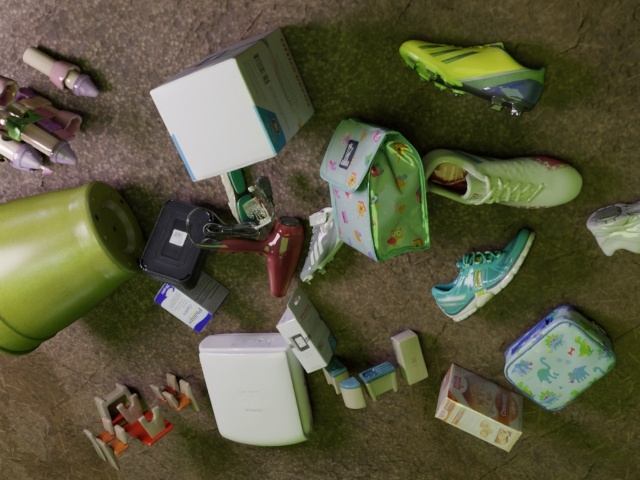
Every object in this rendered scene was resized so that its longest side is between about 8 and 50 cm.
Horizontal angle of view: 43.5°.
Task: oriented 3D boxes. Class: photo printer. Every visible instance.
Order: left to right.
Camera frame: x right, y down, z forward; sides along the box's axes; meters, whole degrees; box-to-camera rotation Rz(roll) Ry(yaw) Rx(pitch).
[{"bbox_3d":[-0.156,0.385,2.029,0.256,0.107,0.308,-2,115,17],"label":"photo printer"}]

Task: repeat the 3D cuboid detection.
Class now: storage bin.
[{"bbox_3d":[-0.322,0.010,1.846,0.122,0.084,0.180,17,74,7],"label":"storage bin"}]

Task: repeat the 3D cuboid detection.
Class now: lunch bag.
[{"bbox_3d":[0.107,-0.113,1.634,0.160,0.223,0.262,-16,109,-17],"label":"lunch bag"},{"bbox_3d":[0.527,0.258,1.782,0.176,0.090,0.219,37,119,-5],"label":"lunch bag"}]

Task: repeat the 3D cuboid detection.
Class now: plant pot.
[{"bbox_3d":[-0.616,0.033,1.877,0.353,0.366,0.367,-24,107,12],"label":"plant pot"}]

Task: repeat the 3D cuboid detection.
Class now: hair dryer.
[{"bbox_3d":[-0.146,0.006,1.829,0.223,0.080,0.294,-29,111,9],"label":"hair dryer"}]

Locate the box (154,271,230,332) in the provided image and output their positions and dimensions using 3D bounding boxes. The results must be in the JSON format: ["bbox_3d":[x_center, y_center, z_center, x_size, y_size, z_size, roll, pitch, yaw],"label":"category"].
[{"bbox_3d":[-0.308,0.134,1.937,0.137,0.126,0.072,36,119,-3],"label":"box"}]

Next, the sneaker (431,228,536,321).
[{"bbox_3d":[0.351,0.068,1.736,0.110,0.107,0.275,45,119,2],"label":"sneaker"}]

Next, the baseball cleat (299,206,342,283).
[{"bbox_3d":[0.000,0.000,1.828,0.109,0.072,0.206,45,115,7],"label":"baseball cleat"}]

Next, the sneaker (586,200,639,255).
[{"bbox_3d":[0.665,-0.030,1.612,0.232,0.090,0.115,-15,118,31],"label":"sneaker"}]

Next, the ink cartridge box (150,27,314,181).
[{"bbox_3d":[-0.165,-0.277,1.611,0.197,0.270,0.198,-15,110,24],"label":"ink cartridge box"}]

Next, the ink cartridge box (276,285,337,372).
[{"bbox_3d":[-0.040,0.210,1.912,0.060,0.104,0.180,-25,106,26],"label":"ink cartridge box"}]

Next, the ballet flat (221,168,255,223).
[{"bbox_3d":[-0.191,-0.105,1.838,0.052,0.057,0.168,7,117,44],"label":"ballet flat"}]

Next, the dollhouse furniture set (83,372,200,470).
[{"bbox_3d":[-0.478,0.473,2.100,0.259,0.262,0.135,10,126,50],"label":"dollhouse furniture set"}]

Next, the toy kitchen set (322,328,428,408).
[{"bbox_3d":[0.120,0.286,1.930,0.207,0.166,0.122,-22,113,-15],"label":"toy kitchen set"}]

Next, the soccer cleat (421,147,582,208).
[{"bbox_3d":[0.356,-0.110,1.618,0.331,0.143,0.116,8,117,12],"label":"soccer cleat"}]

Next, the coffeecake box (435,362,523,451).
[{"bbox_3d":[0.369,0.384,1.858,0.185,0.142,0.068,25,119,3],"label":"coffeecake box"}]

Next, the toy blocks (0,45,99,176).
[{"bbox_3d":[-0.630,-0.225,1.758,0.260,0.288,0.309,30,117,6],"label":"toy blocks"}]

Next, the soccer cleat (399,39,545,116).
[{"bbox_3d":[0.297,-0.341,1.569,0.289,0.093,0.121,23,89,9],"label":"soccer cleat"}]
